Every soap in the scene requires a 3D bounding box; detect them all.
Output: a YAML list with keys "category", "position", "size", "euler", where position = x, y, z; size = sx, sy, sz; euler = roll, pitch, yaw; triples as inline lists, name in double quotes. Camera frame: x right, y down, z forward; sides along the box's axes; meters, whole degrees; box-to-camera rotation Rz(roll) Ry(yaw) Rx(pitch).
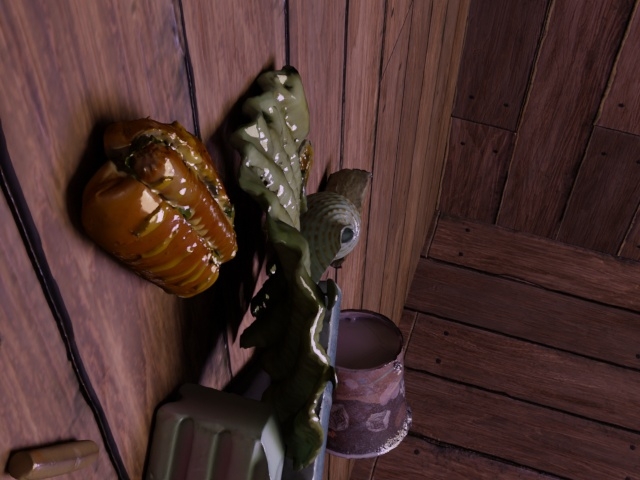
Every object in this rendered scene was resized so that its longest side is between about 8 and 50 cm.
- category: "soap"
  position: [-0.111, 0.284, 1.059]
  size: [0.091, 0.145, 0.230]
  euler: [-46, 150, -72]

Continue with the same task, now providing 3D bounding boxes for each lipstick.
- category: "lipstick"
  position: [-0.019, 0.196, 1.400]
  size: [0.077, 0.076, 0.289]
  euler: [65, 30, -65]

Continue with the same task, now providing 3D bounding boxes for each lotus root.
- category: "lotus root"
  position: [0.025, -0.031, 1.581]
  size: [0.143, 0.070, 0.144]
  euler: [103, 4, -47]

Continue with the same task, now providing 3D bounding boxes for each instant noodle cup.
- category: "instant noodle cup"
  position: [0.066, 0.259, 1.865]
  size: [0.217, 0.218, 0.207]
  euler: [-63, 158, -51]

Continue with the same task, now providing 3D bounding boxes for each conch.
- category: "conch"
  position: [-0.006, -0.003, 1.350]
  size: [0.153, 0.102, 0.135]
  euler: [12, 103, -83]

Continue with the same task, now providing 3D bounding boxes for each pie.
- category: "pie"
  position: [-0.026, -0.096, 1.335]
  size: [0.084, 0.020, 0.084]
  euler: [15, 90, -80]

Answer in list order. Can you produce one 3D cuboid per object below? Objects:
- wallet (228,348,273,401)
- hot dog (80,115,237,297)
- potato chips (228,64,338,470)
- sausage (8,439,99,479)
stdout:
- category: "wallet"
  position: [-0.092, 0.256, 1.403]
  size: [0.377, 0.051, 0.197]
  euler: [-47, 147, -71]
- category: "hot dog"
  position: [-0.118, -0.023, 0.801]
  size: [0.269, 0.072, 0.115]
  euler: [56, 42, -76]
- category: "potato chips"
  position: [-0.045, 0.028, 1.097]
  size: [0.373, 0.097, 0.389]
  euler: [-98, -172, -46]
- category: "sausage"
  position: [-0.197, 0.165, 0.758]
  size: [0.132, 0.024, 0.024]
  euler: [40, 65, -78]
